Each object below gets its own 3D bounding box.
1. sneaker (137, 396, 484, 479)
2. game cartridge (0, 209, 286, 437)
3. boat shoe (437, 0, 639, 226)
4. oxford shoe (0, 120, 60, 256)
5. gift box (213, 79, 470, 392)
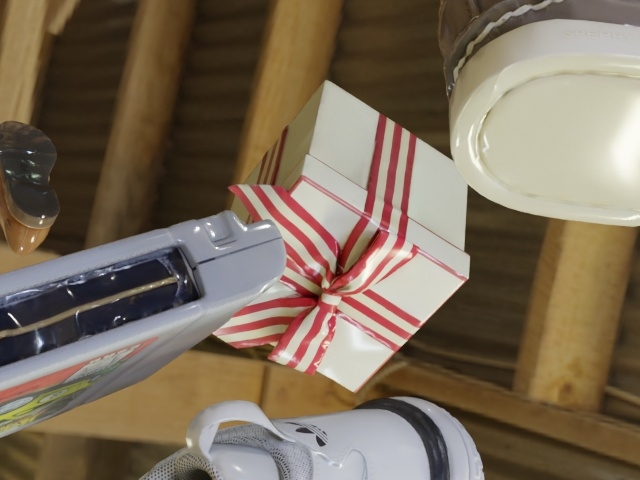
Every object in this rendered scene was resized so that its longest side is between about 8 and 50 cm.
[{"bbox_3d":[-0.053,0.252,0.739,0.137,0.210,0.366,27,-83,44],"label":"sneaker"},{"bbox_3d":[-0.178,0.069,0.656,0.196,0.294,0.060,-30,-100,54],"label":"game cartridge"},{"bbox_3d":[0.202,-0.053,0.548,0.116,0.324,0.097,114,-21,-44],"label":"boat shoe"},{"bbox_3d":[-0.343,-0.063,1.466,0.076,0.076,0.212,-62,-153,30],"label":"oxford shoe"},{"bbox_3d":[0.000,0.000,1.516,0.255,0.276,0.258,-55,-165,34],"label":"gift box"}]
